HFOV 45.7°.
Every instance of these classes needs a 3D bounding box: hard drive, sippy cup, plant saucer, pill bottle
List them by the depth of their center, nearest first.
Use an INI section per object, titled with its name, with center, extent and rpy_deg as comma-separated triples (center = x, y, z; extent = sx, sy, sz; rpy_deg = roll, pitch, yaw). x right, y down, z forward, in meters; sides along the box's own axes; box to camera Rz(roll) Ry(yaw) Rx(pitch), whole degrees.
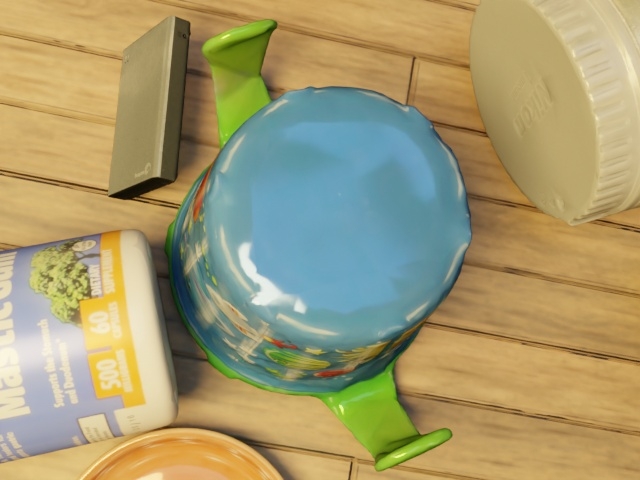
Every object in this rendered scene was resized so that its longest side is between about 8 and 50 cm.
[pill bottle]
center = -0.249, 0.087, 0.547
extent = 0.272, 0.152, 0.152
rpy_deg = -11, 81, -11
[sippy cup]
center = 0.000, 0.000, 0.562
extent = 0.306, 0.224, 0.240
rpy_deg = 33, 77, -2
[plant saucer]
center = -0.111, 0.248, 0.595
extent = 0.200, 0.037, 0.199
rpy_deg = 1, 80, -8
[hard drive]
center = -0.143, -0.106, 0.630
extent = 0.022, 0.094, 0.135
rpy_deg = 11, 76, -37

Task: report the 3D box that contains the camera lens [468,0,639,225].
[camera lens]
center = 0.292, -0.156, 0.629
extent = 0.274, 0.219, 0.219
rpy_deg = -21, 83, -8
